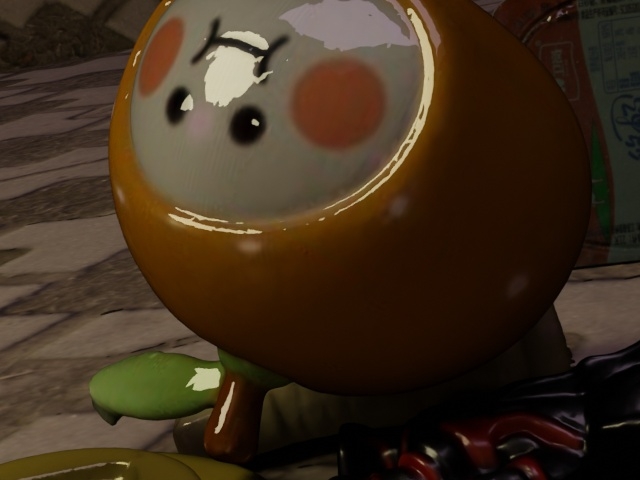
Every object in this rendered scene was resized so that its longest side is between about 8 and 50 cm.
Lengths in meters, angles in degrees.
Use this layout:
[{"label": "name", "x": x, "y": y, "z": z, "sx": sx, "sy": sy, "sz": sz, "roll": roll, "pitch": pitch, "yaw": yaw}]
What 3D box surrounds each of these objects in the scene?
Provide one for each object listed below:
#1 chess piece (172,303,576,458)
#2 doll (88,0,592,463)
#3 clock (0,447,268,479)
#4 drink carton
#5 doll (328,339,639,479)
[{"label": "chess piece", "x": 0.020, "y": 0.062, "z": 0.728, "sx": 0.200, "sy": 0.090, "sz": 0.090, "roll": -21, "pitch": 16, "yaw": -2}, {"label": "doll", "x": 0.000, "y": 0.000, "z": 0.620, "sx": 0.213, "sy": 0.236, "sz": 0.213, "roll": 24, "pitch": -2, "yaw": 1}, {"label": "clock", "x": -0.108, "y": 0.131, "z": 0.565, "sx": 0.237, "sy": 0.057, "sz": 0.237, "roll": -7, "pitch": 16, "yaw": 2}, {"label": "drink carton", "x": 0.215, "y": -0.085, "z": 0.999, "sx": 0.191, "sy": 0.185, "sz": 0.189, "roll": -8, "pitch": 4, "yaw": 6}, {"label": "doll", "x": 0.126, "y": 0.081, "z": 0.587, "sx": 0.249, "sy": 0.088, "sz": 0.127, "roll": -17, "pitch": 35, "yaw": 3}]
